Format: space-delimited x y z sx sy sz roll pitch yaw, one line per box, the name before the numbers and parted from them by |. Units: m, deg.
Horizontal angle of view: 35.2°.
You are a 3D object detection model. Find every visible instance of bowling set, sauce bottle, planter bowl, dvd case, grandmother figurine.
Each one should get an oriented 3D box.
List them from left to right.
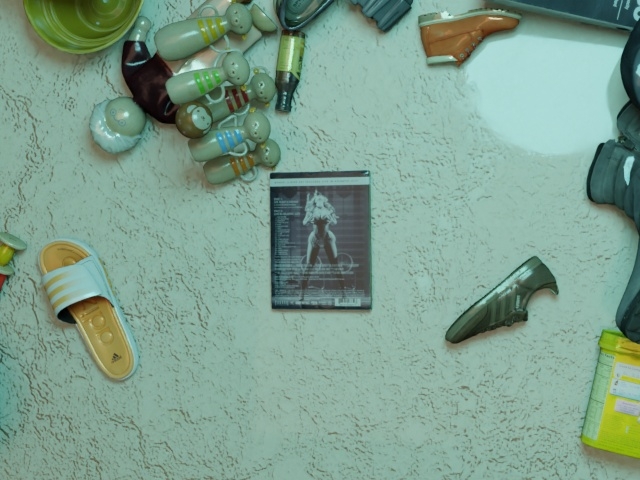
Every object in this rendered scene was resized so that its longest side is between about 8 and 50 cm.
planter bowl | -0.367 -0.403 1.647 0.217 0.090 0.217 -1 87 14
grandmother figurine | -0.239 -0.274 1.621 0.342 0.104 0.208 -43 74 7
bowling set | -0.135 -0.196 1.511 0.154 0.200 0.287 -19 115 0
sauce bottle | -0.051 -0.270 1.608 0.042 0.042 0.128 9 95 12
dvd case | 0.000 0.000 1.612 0.164 0.018 0.221 -1 91 13

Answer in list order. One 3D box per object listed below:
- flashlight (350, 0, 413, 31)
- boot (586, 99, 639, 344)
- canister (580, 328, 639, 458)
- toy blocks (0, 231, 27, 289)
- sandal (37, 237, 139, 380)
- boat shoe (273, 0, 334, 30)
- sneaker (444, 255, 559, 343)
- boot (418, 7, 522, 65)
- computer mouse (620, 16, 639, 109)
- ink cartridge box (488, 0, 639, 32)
flashlight | 0.181 -0.448 1.530 0.304 0.103 0.103 -46 76 14
boot | 0.461 -0.033 1.428 0.223 0.118 0.338 29 89 53
canister | 0.459 0.228 1.487 0.126 0.073 0.170 13 95 12
toy blocks | -0.585 0.043 1.722 0.123 0.054 0.148 32 98 9
sandal | -0.386 0.111 1.668 0.102 0.076 0.265 -33 84 11
boat shoe | 0.023 -0.434 1.525 0.103 0.092 0.285 29 117 -22
sneaker | 0.275 0.107 1.529 0.188 0.066 0.071 -42 83 10
boot | 0.230 -0.310 1.540 0.158 0.059 0.084 -4 93 21
computer mouse | 0.498 -0.278 1.412 0.188 0.072 0.272 47 70 -23
ink cartridge box | 0.402 -0.395 1.448 0.333 0.065 0.165 11 98 -4
